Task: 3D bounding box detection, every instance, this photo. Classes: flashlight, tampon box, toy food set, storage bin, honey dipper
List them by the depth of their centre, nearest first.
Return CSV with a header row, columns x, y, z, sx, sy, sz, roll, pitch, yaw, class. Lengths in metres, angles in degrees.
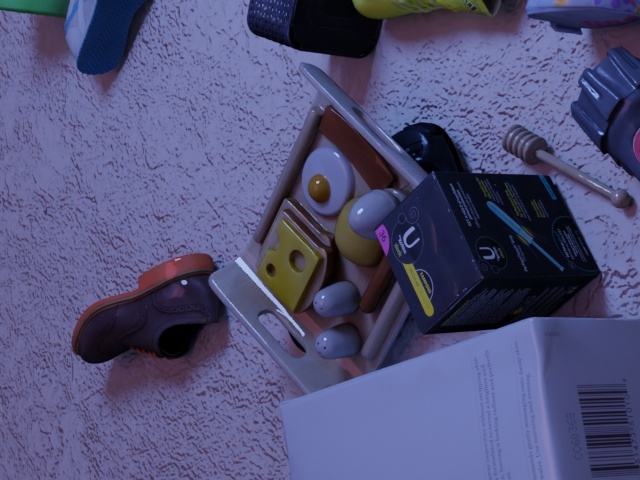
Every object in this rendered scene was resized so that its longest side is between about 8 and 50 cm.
x,y,z,sx,sy,sz,roll,pitch,yaw,class
0.329,-0.055,1.548,0.103,0.103,0.304,-42,51,9,flashlight
0.156,0.011,1.703,0.101,0.161,0.120,-46,57,40,tampon box
0.235,-0.069,1.720,0.160,0.030,0.030,35,115,45,honey dipper
0.000,0.000,1.870,0.220,0.092,0.306,46,129,27,toy food set
0.005,-0.296,1.948,0.084,0.122,0.180,25,107,49,storage bin

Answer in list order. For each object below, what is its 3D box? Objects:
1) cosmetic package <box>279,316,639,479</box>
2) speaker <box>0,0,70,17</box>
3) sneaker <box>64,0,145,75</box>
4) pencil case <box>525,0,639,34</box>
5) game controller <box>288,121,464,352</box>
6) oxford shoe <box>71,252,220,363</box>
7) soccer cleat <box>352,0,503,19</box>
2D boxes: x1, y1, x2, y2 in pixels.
x,y,z,sx,sy,sz,roll,pitch,yaw,class
0.139,0.218,1.725,0.385,0.156,0.217,-22,70,50,cosmetic package
-0.375,-0.454,2.425,0.131,0.131,0.297,13,98,51,speaker
-0.273,-0.329,2.331,0.229,0.087,0.092,-58,45,29,sneaker
0.249,-0.330,1.652,0.124,0.113,0.273,2,89,60,pencil case
0.050,0.005,1.936,0.319,0.067,0.166,-35,75,45,game controller
-0.220,0.110,2.232,0.271,0.097,0.098,-34,68,45,oxford shoe
0.130,-0.270,1.816,0.289,0.093,0.121,-25,75,49,soccer cleat
